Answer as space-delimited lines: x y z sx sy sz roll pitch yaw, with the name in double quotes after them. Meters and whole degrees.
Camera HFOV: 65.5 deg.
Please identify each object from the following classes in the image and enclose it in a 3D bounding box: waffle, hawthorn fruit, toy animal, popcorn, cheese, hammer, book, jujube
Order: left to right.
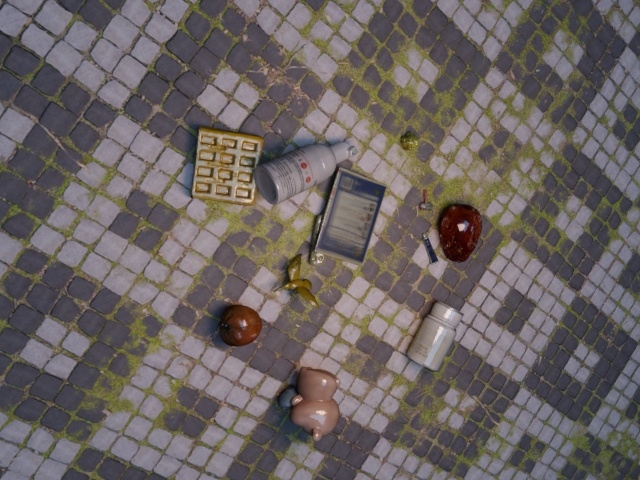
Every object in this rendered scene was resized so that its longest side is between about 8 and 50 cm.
-0.314 -0.248 1.678 0.221 0.055 0.247 6 96 -20 "waffle"
-0.273 0.304 1.745 0.149 0.149 0.189 -57 145 -4 "hawthorn fruit"
-0.095 0.173 1.788 0.155 0.095 0.219 -21 66 -15 "toy animal"
-0.013 0.585 1.833 0.230 0.210 0.221 39 89 17 "toy animal"
0.000 0.000 1.829 0.065 0.043 0.193 8 96 -22 "cheese"
0.113 -0.084 1.842 0.229 0.018 0.322 18 89 -30 "book"
0.344 -0.375 1.885 0.059 0.068 0.083 55 39 -40 "popcorn"
0.415 -0.159 1.957 0.053 0.031 0.083 -4 89 -21 "hammer"
0.546 -0.027 1.962 0.168 0.168 0.236 -7 117 -18 "jujube"

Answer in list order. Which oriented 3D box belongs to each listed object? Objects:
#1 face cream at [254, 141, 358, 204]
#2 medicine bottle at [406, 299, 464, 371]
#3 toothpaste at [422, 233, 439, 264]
-0.037 -0.256 1.722 0.370 0.145 0.145 -28 106 -29 "face cream"
0.461 0.379 1.989 0.144 0.143 0.257 29 89 -20 "medicine bottle"
0.437 0.033 1.995 0.037 0.021 0.139 -26 107 -6 "toothpaste"
